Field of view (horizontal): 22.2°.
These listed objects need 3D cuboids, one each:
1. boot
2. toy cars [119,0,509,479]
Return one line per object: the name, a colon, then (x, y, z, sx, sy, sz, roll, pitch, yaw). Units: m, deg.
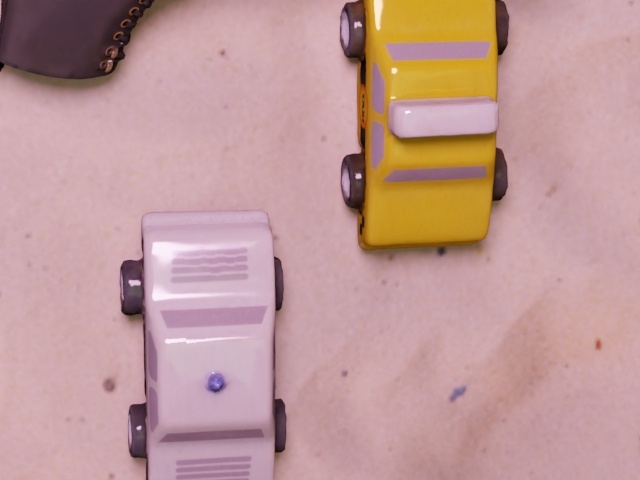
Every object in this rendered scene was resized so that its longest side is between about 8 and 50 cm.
boot: (-0.093, -0.150, 0.946, 0.198, 0.077, 0.137, 9, 114, 1)
toy cars: (0.000, 0.000, 0.988, 0.176, 0.087, 0.393, 39, 94, -15)
